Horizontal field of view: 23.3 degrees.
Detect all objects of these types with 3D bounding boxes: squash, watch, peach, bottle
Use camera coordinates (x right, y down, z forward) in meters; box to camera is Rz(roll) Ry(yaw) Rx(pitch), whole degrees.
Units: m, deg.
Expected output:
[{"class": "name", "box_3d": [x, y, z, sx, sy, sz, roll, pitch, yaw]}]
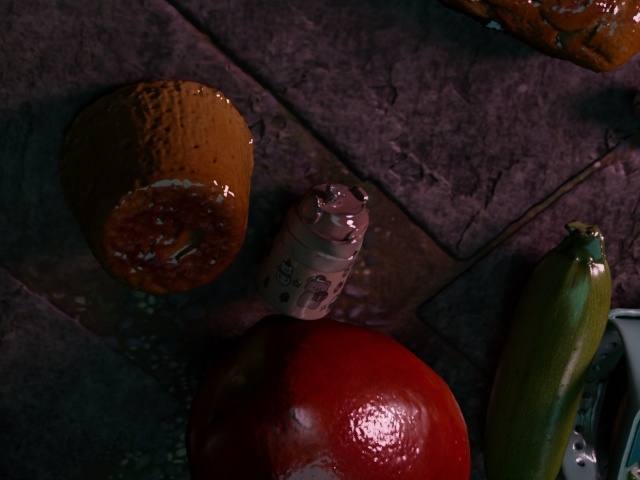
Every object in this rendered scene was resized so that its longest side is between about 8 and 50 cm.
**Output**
[{"class": "squash", "box_3d": [0.255, 0.146, 1.773, 0.107, 0.107, 0.395, 1, 123, -14]}, {"class": "watch", "box_3d": [0.340, 0.196, 1.780, 0.068, 0.195, 0.237, 3, 113, -15]}, {"class": "peach", "box_3d": [0.017, 0.235, 1.692, 0.281, 0.281, 0.338, -38, 125, 15]}, {"class": "bottle", "box_3d": [0.000, 0.001, 1.617, 0.099, 0.099, 0.152, 13, 123, -21]}]

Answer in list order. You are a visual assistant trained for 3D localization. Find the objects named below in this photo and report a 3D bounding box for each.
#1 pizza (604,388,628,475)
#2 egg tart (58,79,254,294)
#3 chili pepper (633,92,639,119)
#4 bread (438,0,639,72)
[{"class": "pizza", "box_3d": [0.468, 0.187, 1.848, 0.223, 0.089, 0.323, 2, 127, -25]}, {"class": "egg tart", "box_3d": [-0.152, -0.039, 1.521, 0.203, 0.147, 0.202, -7, 129, -9]}, {"class": "chili pepper", "box_3d": [0.370, -0.130, 1.642, 0.050, 0.041, 0.153, -21, 147, 28]}, {"class": "bread", "box_3d": [0.175, -0.255, 1.479, 0.344, 0.084, 0.124, 22, 118, -25]}]
